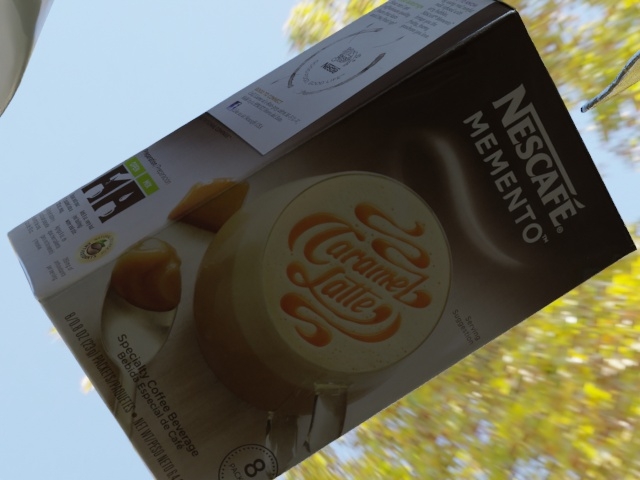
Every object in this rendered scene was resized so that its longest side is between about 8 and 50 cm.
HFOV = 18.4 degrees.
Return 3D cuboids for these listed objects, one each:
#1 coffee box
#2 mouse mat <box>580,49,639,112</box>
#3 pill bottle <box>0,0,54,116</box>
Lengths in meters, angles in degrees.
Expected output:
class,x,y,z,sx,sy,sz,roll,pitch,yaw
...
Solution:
class,x,y,z,sx,sy,sz,roll,pitch,yaw
coffee box,0.000,0.000,0.918,0.246,0.098,0.141,-33,-66,-5
mouse mat,0.168,-0.104,0.613,0.153,0.189,0.007,-31,-98,-22
pill bottle,-0.154,-0.223,0.769,0.224,0.224,0.392,17,-131,-5
